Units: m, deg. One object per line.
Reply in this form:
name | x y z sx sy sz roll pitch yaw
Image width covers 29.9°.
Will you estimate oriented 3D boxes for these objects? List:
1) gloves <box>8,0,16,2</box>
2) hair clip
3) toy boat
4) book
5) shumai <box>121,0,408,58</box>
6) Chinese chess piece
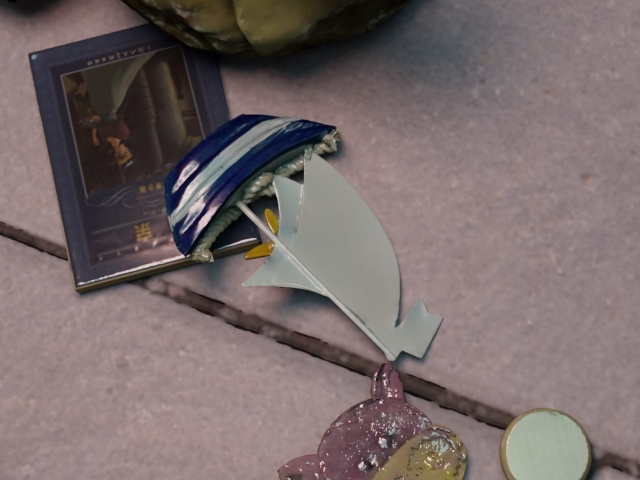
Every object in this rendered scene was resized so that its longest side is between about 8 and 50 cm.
gloves | -0.298 -0.394 1.264 0.197 0.152 0.301 31 69 -9
hair clip | 0.051 0.220 1.086 0.146 0.056 0.187 42 76 8
toy boat | 0.000 0.000 1.143 0.291 0.067 0.220 42 57 7
book | -0.182 -0.095 1.221 0.190 0.025 0.269 -14 71 -1
shumai | -0.038 -0.363 1.091 0.395 0.348 0.395 1 85 -11
Chinese chess piece | 0.205 0.195 1.094 0.084 0.034 0.084 -1 74 3
